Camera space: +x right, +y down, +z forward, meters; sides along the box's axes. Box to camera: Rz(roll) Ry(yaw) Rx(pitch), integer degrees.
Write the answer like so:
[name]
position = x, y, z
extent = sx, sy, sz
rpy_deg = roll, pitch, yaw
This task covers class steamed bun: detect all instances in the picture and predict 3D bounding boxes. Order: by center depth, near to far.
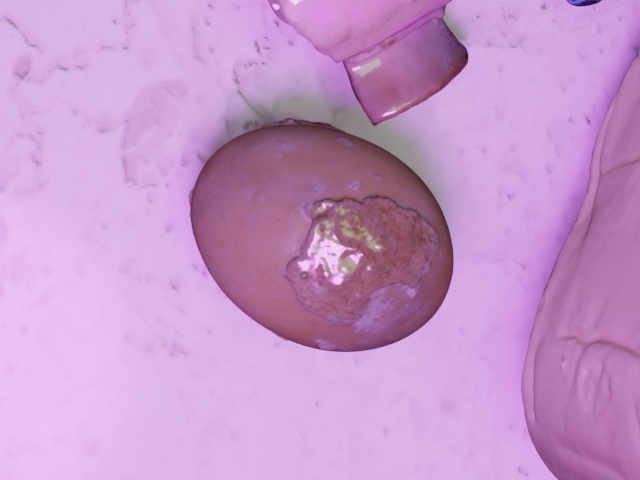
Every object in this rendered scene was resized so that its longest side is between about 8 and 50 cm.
[steamed bun]
position = 0.357, 0.019, 1.341
extent = 0.290, 0.371, 0.456
rpy_deg = 25, 89, -19

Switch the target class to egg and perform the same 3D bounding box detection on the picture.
[egg]
position = 0.002, -0.003, 1.373
extent = 0.201, 0.164, 0.164
rpy_deg = 28, 90, -8

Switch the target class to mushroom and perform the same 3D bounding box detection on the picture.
[mushroom]
position = 0.051, -0.212, 1.337
extent = 0.173, 0.162, 0.236
rpy_deg = -22, 104, 16

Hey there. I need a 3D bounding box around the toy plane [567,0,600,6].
[toy plane]
position = 0.239, -0.301, 1.426
extent = 0.078, 0.169, 0.246
rpy_deg = 30, 61, -50
